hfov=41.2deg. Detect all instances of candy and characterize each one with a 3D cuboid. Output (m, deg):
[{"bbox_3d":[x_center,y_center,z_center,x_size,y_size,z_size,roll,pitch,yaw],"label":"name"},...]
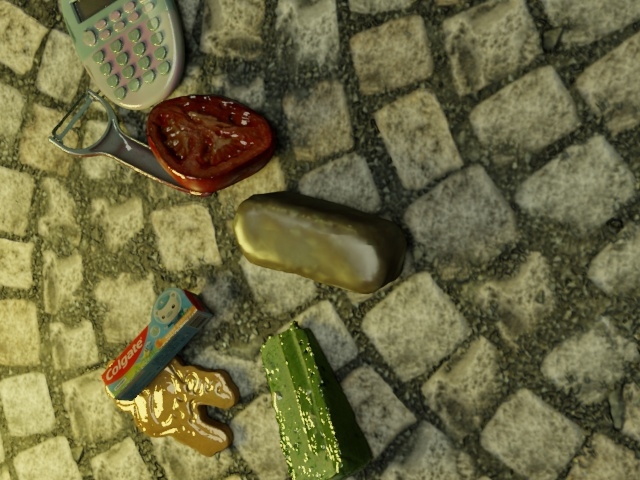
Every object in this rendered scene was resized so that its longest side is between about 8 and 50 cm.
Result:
[{"bbox_3d":[0.000,0.000,1.177,0.234,0.104,0.102,14,105,21],"label":"candy"}]

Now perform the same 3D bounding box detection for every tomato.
[{"bbox_3d":[-0.161,-0.137,1.233,0.174,0.166,0.082,49,155,28],"label":"tomato"}]

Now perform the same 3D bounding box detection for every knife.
[{"bbox_3d":[-0.269,-0.136,1.304,0.278,0.053,0.123,27,74,13],"label":"knife"}]

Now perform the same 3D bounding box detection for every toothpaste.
[{"bbox_3d":[-0.257,0.155,1.307,0.193,0.044,0.070,-46,59,8],"label":"toothpaste"}]

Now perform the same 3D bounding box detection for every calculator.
[{"bbox_3d":[-0.305,-0.345,1.301,0.185,0.041,0.299,-25,86,22],"label":"calculator"}]

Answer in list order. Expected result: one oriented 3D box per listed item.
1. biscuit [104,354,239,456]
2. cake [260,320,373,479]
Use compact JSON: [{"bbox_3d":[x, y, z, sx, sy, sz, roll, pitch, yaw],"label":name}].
[{"bbox_3d":[-0.239,0.245,1.336,0.236,0.040,0.144,14,95,18],"label":"biscuit"},{"bbox_3d":[-0.011,0.243,1.242,0.100,0.099,0.235,-29,63,23],"label":"cake"}]
